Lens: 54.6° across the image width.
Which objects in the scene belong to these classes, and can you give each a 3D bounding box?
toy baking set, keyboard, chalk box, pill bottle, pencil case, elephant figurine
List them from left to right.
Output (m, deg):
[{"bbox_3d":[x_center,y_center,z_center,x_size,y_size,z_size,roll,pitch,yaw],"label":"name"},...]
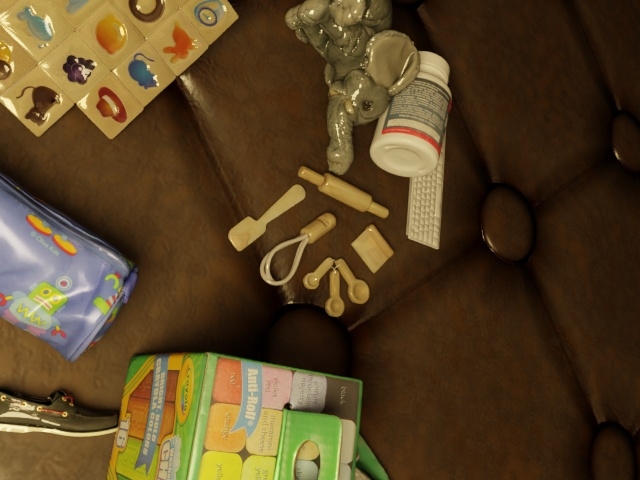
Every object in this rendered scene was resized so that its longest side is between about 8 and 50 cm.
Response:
[{"bbox_3d":[-0.323,-0.011,0.610,0.306,0.133,0.119,41,27,-20],"label":"pencil case"},{"bbox_3d":[-0.081,0.213,0.622,0.179,0.289,0.180,17,70,-30],"label":"chalk box"},{"bbox_3d":[0.003,-0.006,0.884,0.256,0.030,0.197,29,65,-25],"label":"toy baking set"},{"bbox_3d":[0.058,-0.253,0.922,0.169,0.186,0.239,-78,144,-68],"label":"elephant figurine"},{"bbox_3d":[0.148,-0.201,0.977,0.108,0.108,0.180,27,66,-26],"label":"pill bottle"},{"bbox_3d":[0.180,-0.116,1.036,0.072,0.014,0.256,16,71,-30],"label":"keyboard"}]

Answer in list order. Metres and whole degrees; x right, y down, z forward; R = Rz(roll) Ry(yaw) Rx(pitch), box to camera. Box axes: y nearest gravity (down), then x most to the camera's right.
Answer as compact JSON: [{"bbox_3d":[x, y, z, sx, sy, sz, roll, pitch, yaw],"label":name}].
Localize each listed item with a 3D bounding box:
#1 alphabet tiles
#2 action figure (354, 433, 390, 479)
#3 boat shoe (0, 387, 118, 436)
[{"bbox_3d":[-0.257,-0.297,0.700,0.342,0.011,0.285,-48,123,-12],"label":"alphabet tiles"},{"bbox_3d":[0.092,0.384,0.842,0.232,0.063,0.137,50,55,-19],"label":"action figure"},{"bbox_3d":[-0.275,0.179,0.647,0.133,0.049,0.042,15,80,-26],"label":"boat shoe"}]
